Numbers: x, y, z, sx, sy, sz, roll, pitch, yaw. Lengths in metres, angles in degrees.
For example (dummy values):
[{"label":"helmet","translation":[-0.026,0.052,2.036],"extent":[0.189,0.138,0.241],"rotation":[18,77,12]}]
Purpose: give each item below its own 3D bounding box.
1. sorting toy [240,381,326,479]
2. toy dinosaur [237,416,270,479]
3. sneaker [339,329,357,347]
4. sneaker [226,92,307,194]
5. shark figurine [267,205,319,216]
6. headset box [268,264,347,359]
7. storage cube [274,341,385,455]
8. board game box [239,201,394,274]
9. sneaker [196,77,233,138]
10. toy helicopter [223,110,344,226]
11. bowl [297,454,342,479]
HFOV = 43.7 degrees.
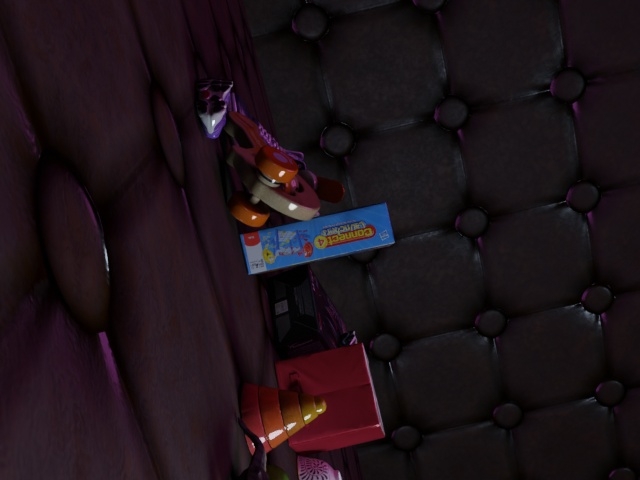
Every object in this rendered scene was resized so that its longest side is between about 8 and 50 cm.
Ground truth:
[{"label":"sorting toy","translation":[-0.023,0.384,1.256],"extent":[0.127,0.126,0.365],"rotation":[-91,167,-80]},{"label":"toy dinosaur","translation":[-0.079,0.334,1.034],"extent":[0.268,0.064,0.118],"rotation":[-107,176,-76]},{"label":"sneaker","translation":[0.072,0.246,1.895],"extent":[0.109,0.040,0.043],"rotation":[-40,111,-79]},{"label":"sneaker","translation":[-0.122,-0.220,1.842],"extent":[0.099,0.153,0.282],"rotation":[-99,175,-64]},{"label":"shark figurine","translation":[-0.136,-0.119,2.040],"extent":[0.278,0.166,0.116],"rotation":[56,-39,43]},{"label":"headset box","translation":[-0.011,0.234,1.919],"extent":[0.218,0.110,0.293],"rotation":[-100,166,-46]},{"label":"storage cube","translation":[0.023,0.344,1.716],"extent":[0.215,0.193,0.183],"rotation":[69,9,-67]},{"label":"board game box","translation":[0.000,0.000,1.732],"extent":[0.308,0.302,0.086],"rotation":[26,51,-86]},{"label":"sneaker","translation":[-0.201,-0.248,1.482],"extent":[0.170,0.068,0.071],"rotation":[-86,-179,-51]},{"label":"toy helicopter","translation":[-0.101,-0.160,1.644],"extent":[0.235,0.140,0.355],"rotation":[14,30,-39]},{"label":"bowl","translation":[0.008,0.532,1.689],"extent":[0.170,0.080,0.170],"rotation":[-13,90,-88]}]
